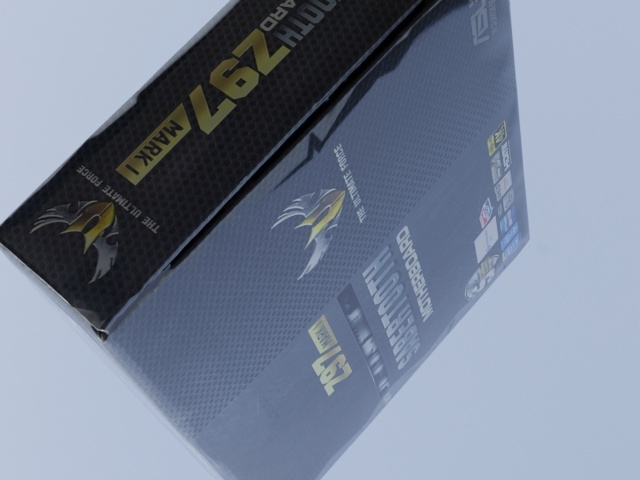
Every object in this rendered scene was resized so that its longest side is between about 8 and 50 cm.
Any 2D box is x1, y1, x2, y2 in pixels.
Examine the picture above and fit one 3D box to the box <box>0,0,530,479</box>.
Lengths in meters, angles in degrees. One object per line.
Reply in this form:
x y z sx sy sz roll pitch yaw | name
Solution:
0.000 0.000 0.480 0.059 0.232 0.183 37 -105 26 | box
